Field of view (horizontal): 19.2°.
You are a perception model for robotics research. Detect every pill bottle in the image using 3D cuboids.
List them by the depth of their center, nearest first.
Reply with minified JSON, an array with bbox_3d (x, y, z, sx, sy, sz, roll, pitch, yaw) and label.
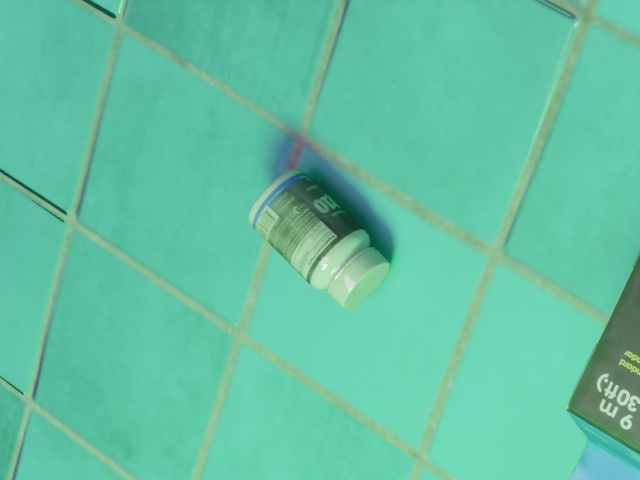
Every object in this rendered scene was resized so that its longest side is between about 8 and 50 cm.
[{"bbox_3d":[0.000,0.000,1.887,0.137,0.078,0.078,44,125,18],"label":"pill bottle"}]

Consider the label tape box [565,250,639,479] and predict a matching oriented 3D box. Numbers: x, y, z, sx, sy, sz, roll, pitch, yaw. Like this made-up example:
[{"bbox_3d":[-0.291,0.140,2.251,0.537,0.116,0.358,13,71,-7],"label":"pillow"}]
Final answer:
[{"bbox_3d":[0.354,0.148,1.606,0.249,0.115,0.348,31,107,25],"label":"label tape box"}]
